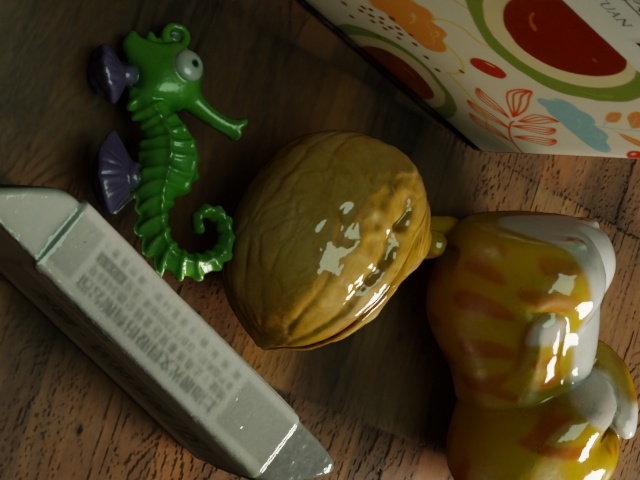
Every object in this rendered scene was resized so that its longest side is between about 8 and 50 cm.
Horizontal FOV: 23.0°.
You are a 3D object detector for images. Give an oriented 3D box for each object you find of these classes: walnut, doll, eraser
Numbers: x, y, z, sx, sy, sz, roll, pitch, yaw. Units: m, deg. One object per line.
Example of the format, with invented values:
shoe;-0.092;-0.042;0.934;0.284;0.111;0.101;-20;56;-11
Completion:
walnut;0.000;0.000;1.143;0.144;0.144;0.180;45;72;-30
doll;-0.103;-0.063;1.095;0.115;0.050;0.190;3;73;-21
doll;0.168;0.100;1.268;0.166;0.162;0.270;-26;105;-65
eraser;-0.121;0.067;1.088;0.352;0.089;0.061;48;66;-28

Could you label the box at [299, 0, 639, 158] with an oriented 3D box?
box;0.150;-0.194;1.087;0.344;0.385;0.122;36;74;-33
